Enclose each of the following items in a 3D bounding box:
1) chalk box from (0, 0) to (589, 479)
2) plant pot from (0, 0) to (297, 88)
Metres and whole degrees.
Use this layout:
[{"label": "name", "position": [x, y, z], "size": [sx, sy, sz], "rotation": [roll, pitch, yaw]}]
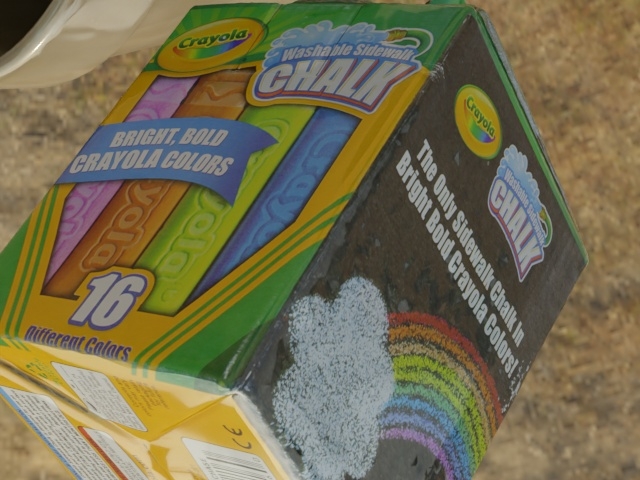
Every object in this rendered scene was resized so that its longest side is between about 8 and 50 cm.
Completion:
[{"label": "chalk box", "position": [0.000, 0.000, 0.713], "size": [0.179, 0.289, 0.180], "rotation": [7, 140, 37]}, {"label": "plant pot", "position": [-0.106, -0.248, 0.905], "size": [0.280, 0.323, 0.323], "rotation": [-2, 143, -44]}]
